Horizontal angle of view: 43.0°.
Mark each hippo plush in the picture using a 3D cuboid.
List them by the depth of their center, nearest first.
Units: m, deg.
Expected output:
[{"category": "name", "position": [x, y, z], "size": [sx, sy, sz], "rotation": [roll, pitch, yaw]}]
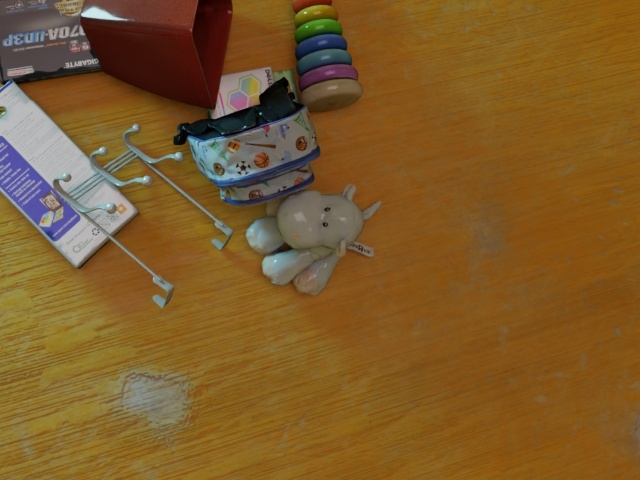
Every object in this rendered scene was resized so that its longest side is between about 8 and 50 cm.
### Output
[{"category": "hippo plush", "position": [0.000, 0.000, 1.688], "size": [0.294, 0.236, 0.234], "rotation": [9, 86, -11]}]

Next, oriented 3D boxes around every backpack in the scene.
[{"category": "backpack", "position": [-0.126, -0.182, 1.602], "size": [0.277, 0.263, 0.213], "rotation": [-26, 101, -9]}]

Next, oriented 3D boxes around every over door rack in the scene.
[{"category": "over door rack", "position": [-0.338, -0.066, 1.635], "size": [0.324, 0.108, 0.239], "rotation": [48, 44, -6]}]

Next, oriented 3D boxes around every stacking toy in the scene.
[{"category": "stacking toy", "position": [-0.007, -0.456, 1.769], "size": [0.141, 0.141, 0.330], "rotation": [-10, 83, -11]}]

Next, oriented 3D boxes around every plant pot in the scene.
[{"category": "plant pot", "position": [-0.325, -0.446, 1.614], "size": [0.236, 0.267, 0.267], "rotation": [5, 68, 4]}]

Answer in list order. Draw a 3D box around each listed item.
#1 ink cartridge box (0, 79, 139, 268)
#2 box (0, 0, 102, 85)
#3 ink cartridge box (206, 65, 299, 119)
[{"category": "ink cartridge box", "position": [-0.564, -0.133, 1.669], "size": [0.176, 0.069, 0.371], "rotation": [-44, 99, -9]}, {"category": "box", "position": [-0.565, -0.425, 1.680], "size": [0.220, 0.051, 0.175], "rotation": [-11, 95, -11]}, {"category": "ink cartridge box", "position": [-0.145, -0.310, 1.758], "size": [0.209, 0.062, 0.109], "rotation": [-12, 91, -11]}]
